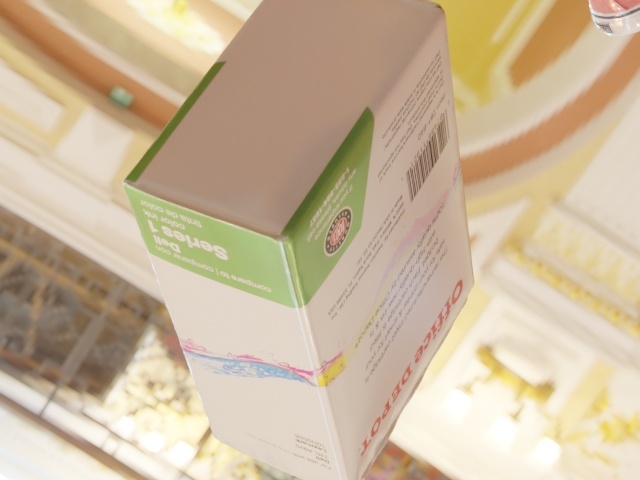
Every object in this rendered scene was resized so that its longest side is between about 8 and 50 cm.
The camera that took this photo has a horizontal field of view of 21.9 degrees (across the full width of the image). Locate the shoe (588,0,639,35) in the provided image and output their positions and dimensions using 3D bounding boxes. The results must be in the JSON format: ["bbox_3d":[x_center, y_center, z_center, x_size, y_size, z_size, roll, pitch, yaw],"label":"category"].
[{"bbox_3d":[0.246,-0.208,1.073,0.081,0.178,0.063,64,174,-30],"label":"shoe"}]

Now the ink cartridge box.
[{"bbox_3d":[0.000,0.000,1.067,0.117,0.201,0.278,19,147,24],"label":"ink cartridge box"}]
